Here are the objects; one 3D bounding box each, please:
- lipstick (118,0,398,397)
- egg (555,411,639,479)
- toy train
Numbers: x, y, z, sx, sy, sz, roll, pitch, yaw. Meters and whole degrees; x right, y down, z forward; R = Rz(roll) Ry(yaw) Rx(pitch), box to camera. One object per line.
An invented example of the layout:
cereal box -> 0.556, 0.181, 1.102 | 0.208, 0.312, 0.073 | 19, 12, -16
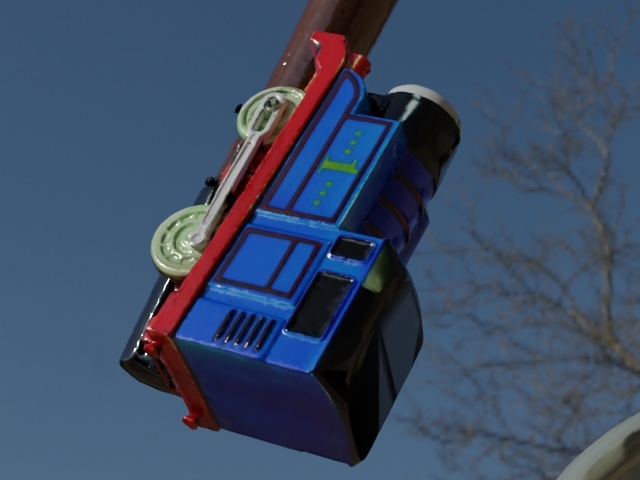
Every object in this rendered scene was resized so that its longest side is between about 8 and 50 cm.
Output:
lipstick -> -0.036, -0.070, 1.188 | 0.077, 0.418, 0.077 | 25, -15, 7
egg -> 0.286, 0.276, 0.952 | 0.354, 0.354, 0.340 | -4, -14, 7
toy train -> 0.000, 0.000, 0.725 | 0.131, 0.204, 0.082 | 12, -36, 28
